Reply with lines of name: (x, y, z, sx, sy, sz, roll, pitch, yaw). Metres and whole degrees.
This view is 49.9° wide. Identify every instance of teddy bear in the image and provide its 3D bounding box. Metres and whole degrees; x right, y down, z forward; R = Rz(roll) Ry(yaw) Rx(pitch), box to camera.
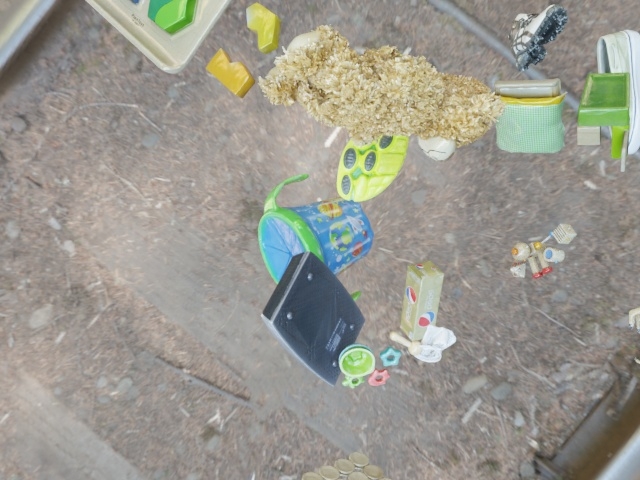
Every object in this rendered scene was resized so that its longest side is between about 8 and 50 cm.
teddy bear: (0.081, -0.187, 0.943, 0.338, 0.245, 0.113, 18, 68, -34)

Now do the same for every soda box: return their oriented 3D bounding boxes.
soda box: (0.227, 0.137, 1.551, 0.061, 0.058, 0.181, -13, 127, -23)

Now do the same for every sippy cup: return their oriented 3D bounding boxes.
sippy cup: (0.000, 0.000, 1.703, 0.224, 0.240, 0.305, -25, 127, -31)

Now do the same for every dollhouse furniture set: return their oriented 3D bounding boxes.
dollhouse furniture set: (0.524, -0.247, 1.530, 0.301, 0.151, 0.197, 4, 134, 25)

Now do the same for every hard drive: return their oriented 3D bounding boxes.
hard drive: (-0.012, 0.149, 1.294, 0.054, 0.254, 0.172, 9, 61, 37)

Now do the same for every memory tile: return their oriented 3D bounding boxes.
memory tile: (0.050, 0.412, 1.159, 0.113, 0.148, 0.012, 31, 118, 42)

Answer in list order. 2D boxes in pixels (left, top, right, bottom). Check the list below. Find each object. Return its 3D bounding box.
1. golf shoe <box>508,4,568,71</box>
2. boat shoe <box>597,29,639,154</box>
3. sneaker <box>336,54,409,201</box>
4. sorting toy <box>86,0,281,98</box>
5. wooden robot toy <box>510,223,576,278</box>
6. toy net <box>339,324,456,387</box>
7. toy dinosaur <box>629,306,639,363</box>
golf shoe: (0.404, -0.406, 1.321, 0.077, 0.198, 0.094, -24, 79, -9)
boat shoe: (0.733, -0.362, 1.700, 0.094, 0.109, 0.302, -6, 98, -4)
sneaker: (0.114, -0.197, 1.272, 0.109, 0.123, 0.295, 21, 75, 3)
sorting toy: (-0.163, -0.334, 0.887, 0.307, 0.041, 0.229, 43, 99, 21)
wooden robot toy: (0.413, 0.028, 1.343, 0.079, 0.173, 0.076, 5, 62, -31)
toy net: (0.152, 0.231, 1.322, 0.232, 0.045, 0.122, -10, 116, -2)
toy dinosaur: (0.406, 0.094, 0.782, 0.093, 0.053, 0.183, -5, 96, 35)
